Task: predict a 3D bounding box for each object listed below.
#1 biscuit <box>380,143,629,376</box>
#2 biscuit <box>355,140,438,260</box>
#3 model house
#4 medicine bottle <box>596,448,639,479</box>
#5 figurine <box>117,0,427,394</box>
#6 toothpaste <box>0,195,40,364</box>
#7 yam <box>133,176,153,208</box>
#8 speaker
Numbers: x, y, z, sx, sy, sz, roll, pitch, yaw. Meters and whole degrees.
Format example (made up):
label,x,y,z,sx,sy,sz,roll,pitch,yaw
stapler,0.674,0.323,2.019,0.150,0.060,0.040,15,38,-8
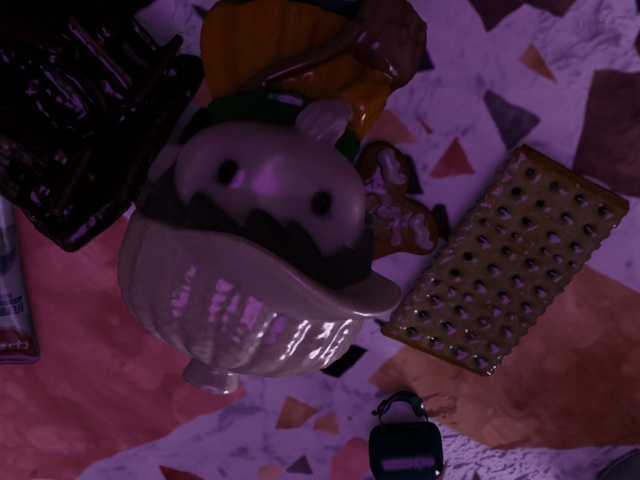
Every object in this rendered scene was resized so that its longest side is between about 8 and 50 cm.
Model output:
label,x,y,z,sx,sy,sz,roll,pitch,yaw
biscuit,0.171,0.029,0.878,0.139,0.016,0.231,24,117,-20
biscuit,0.000,0.000,0.858,0.205,0.031,0.138,-21,119,14
model house,-0.203,-0.109,0.699,0.141,0.203,0.164,-13,133,31
medicine bottle,0.393,0.364,0.930,0.245,0.290,0.245,-1,123,-1
figurine,-0.030,-0.059,0.685,0.185,0.332,0.204,15,152,-9
toothpaste,-0.297,0.020,0.862,0.062,0.039,0.239,0,124,-8
yam,-0.088,0.005,0.795,0.107,0.107,0.194,-20,100,11
speaker,0.086,0.201,0.972,0.075,0.060,0.094,-4,86,2
